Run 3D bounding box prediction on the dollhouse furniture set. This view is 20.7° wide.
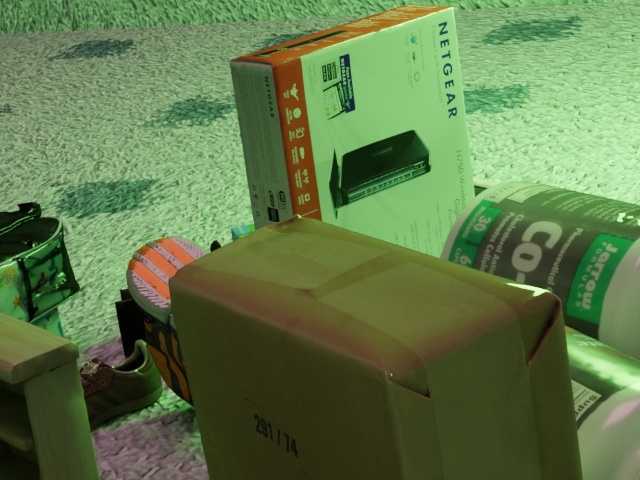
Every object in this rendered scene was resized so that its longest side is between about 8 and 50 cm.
[{"bbox_3d":[-0.386,0.247,1.447,0.394,0.256,0.362,-22,23,-35],"label":"dollhouse furniture set"}]

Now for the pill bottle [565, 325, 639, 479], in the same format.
[{"bbox_3d":[0.243,0.185,1.494,0.176,0.176,0.318,-16,21,-23],"label":"pill bottle"}]

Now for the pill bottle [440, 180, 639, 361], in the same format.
[{"bbox_3d":[0.306,0.062,1.780,0.204,0.204,0.361,-21,22,-33],"label":"pill bottle"}]

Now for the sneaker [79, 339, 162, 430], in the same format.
[{"bbox_3d":[-0.258,0.166,1.912,0.188,0.071,0.066,-23,24,-38],"label":"sneaker"}]

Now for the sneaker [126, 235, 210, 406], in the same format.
[{"bbox_3d":[-0.073,0.139,1.846,0.124,0.180,0.321,-36,63,-19],"label":"sneaker"}]

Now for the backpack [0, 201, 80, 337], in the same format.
[{"bbox_3d":[-0.433,0.073,2.067,0.225,0.191,0.253,-2,12,25],"label":"backpack"}]

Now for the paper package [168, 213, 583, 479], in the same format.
[{"bbox_3d":[0.047,0.167,1.419,0.168,0.309,0.325,-23,23,-31],"label":"paper package"}]

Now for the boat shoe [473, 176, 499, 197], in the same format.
[{"bbox_3d":[0.262,-0.024,2.279,0.233,0.084,0.079,11,64,28],"label":"boat shoe"}]

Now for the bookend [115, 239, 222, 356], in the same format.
[{"bbox_3d":[-0.181,0.069,2.159,0.156,0.072,0.157,-12,19,-10],"label":"bookend"}]

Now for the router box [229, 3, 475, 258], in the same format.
[{"bbox_3d":[0.050,-0.094,2.131,0.301,0.335,0.082,-23,23,-37],"label":"router box"}]

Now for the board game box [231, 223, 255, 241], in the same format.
[{"bbox_3d":[0.000,0.000,2.338,0.211,0.039,0.160,-11,19,-12],"label":"board game box"}]
